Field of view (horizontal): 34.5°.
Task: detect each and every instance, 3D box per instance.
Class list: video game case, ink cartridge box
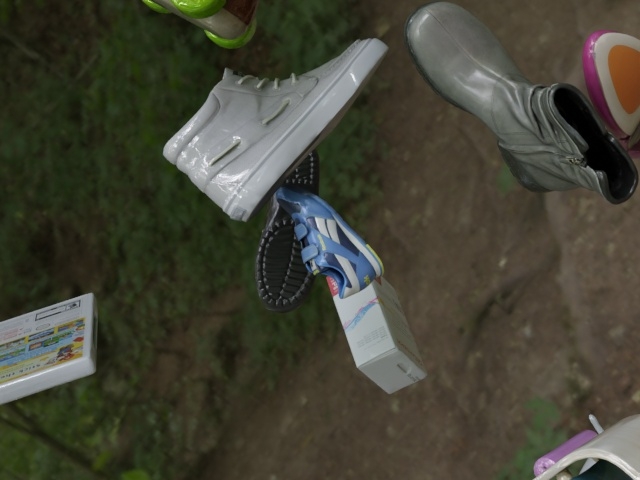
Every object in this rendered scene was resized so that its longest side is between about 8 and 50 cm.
[{"bbox_3d":[-0.373,0.141,1.213,0.227,0.026,0.206,-18,20,-5],"label":"video game case"},{"bbox_3d":[0.087,0.134,1.607,0.072,0.127,0.175,-28,52,13],"label":"ink cartridge box"}]

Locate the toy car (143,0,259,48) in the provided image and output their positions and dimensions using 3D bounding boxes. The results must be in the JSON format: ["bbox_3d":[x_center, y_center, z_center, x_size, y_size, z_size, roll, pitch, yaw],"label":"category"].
[{"bbox_3d":[-0.096,-0.294,0.952,0.188,0.149,0.155,-61,-7,2],"label":"toy car"}]

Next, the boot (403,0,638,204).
[{"bbox_3d":[0.195,-0.138,0.974,0.083,0.246,0.161,-45,13,-8],"label":"boot"}]

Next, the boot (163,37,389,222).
[{"bbox_3d":[-0.045,-0.147,1.065,0.258,0.123,0.095,-49,-2,-23],"label":"boot"}]

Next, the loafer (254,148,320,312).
[{"bbox_3d":[-0.033,-0.013,1.311,0.078,0.080,0.220,91,-173,-76],"label":"loafer"}]

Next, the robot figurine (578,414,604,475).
[{"bbox_3d":[0.445,0.356,1.225,0.200,0.300,0.353,-20,45,-29],"label":"robot figurine"}]

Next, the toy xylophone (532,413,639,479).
[{"bbox_3d":[0.347,0.257,0.860,0.322,0.236,0.081,46,122,33],"label":"toy xylophone"}]

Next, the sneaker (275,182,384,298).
[{"bbox_3d":[0.000,0.000,1.081,0.059,0.144,0.053,-45,-3,-13],"label":"sneaker"}]

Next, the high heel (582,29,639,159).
[{"bbox_3d":[0.290,-0.150,1.059,0.117,0.244,0.082,25,90,41],"label":"high heel"}]
